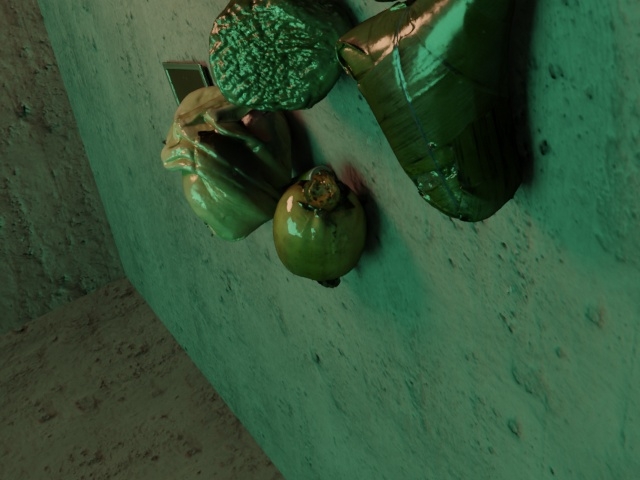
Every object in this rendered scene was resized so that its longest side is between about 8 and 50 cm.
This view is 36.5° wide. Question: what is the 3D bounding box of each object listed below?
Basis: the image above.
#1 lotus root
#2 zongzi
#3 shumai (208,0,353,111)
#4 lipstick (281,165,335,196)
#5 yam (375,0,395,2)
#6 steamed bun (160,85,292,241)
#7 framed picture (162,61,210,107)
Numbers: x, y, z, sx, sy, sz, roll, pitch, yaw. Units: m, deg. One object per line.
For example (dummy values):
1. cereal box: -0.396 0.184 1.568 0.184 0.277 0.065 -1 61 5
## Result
1. lotus root: 0.000 0.000 1.915 0.182 0.183 0.310 52 162 28
2. zongzi: 0.214 -0.197 1.261 0.323 0.160 0.360 55 148 -9
3. shumai: -0.050 -0.350 1.691 0.261 0.222 0.225 -25 106 33
4. lipstick: -0.041 -0.109 2.046 0.059 0.059 0.264 65 159 -4
5. yam: 0.062 -0.431 1.362 0.194 0.107 0.107 54 157 26
6. steamed bun: -0.173 -0.174 1.986 0.206 0.275 0.320 -19 99 60
7. framed picture: -0.311 -0.343 2.457 0.296 0.019 0.232 22 134 61
